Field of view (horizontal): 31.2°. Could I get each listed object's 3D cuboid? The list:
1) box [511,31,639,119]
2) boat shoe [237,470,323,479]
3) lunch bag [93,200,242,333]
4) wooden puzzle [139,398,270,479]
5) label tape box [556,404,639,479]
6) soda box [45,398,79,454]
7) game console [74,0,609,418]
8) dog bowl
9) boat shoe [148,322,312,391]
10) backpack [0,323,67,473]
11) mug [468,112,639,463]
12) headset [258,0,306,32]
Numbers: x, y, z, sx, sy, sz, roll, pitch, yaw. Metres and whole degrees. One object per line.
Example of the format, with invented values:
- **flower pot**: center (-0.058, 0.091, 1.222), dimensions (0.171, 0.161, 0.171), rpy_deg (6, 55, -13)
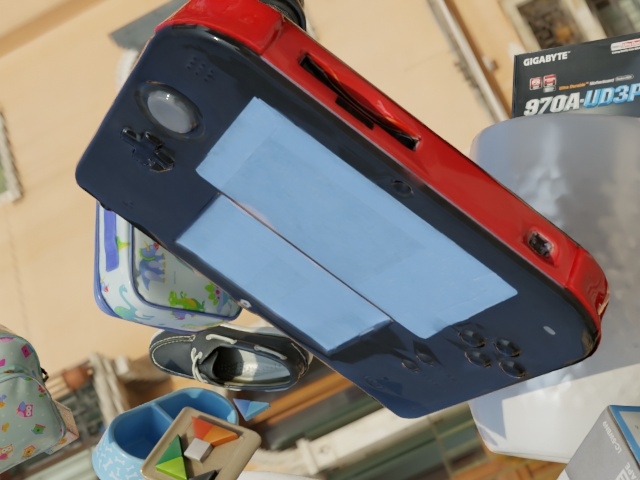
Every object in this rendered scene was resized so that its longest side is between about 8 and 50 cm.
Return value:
- **box**: center (0.362, -0.177, 1.530), dimensions (0.051, 0.220, 0.175), rpy_deg (14, -103, -48)
- **boat shoe**: center (-0.034, 0.390, 1.651), dimensions (0.095, 0.258, 0.084), rpy_deg (85, -169, -59)
- **lunch bag**: center (-0.177, -0.009, 1.319), dimensions (0.176, 0.090, 0.219), rpy_deg (13, -115, -43)
- **wooden puzzle**: center (-0.091, 0.161, 0.857), dimensions (0.116, 0.078, 0.014), rpy_deg (-61, -31, -35)
- **label tape box**: center (0.318, 0.309, 1.115), dimensions (0.106, 0.240, 0.334), rpy_deg (-111, 34, -46)
- **soda box**: center (-0.457, 0.276, 1.805), dimensions (0.058, 0.063, 0.183), rpy_deg (63, -175, 33)
- **game console**: center (0.000, 0.000, 0.903), dimensions (0.386, 0.342, 0.060), rpy_deg (37, -123, -9)
- **dog bowl**: center (-0.268, 0.354, 2.058), dimensions (0.166, 0.074, 0.297), rpy_deg (37, -145, 29)
- **boat shoe**: center (-0.167, 0.199, 1.953), dimensions (0.091, 0.302, 0.114), rpy_deg (-58, -42, -58)
- **backpack**: center (-0.431, 0.206, 1.489), dimensions (0.144, 0.166, 0.188), rpy_deg (13, 124, 61)
- **mug**: center (0.290, 0.077, 1.241), dimensions (0.374, 0.276, 0.328), rpy_deg (36, -121, -67)
- **headset**: center (-0.093, -0.395, 1.700), dimensions (0.185, 0.394, 0.243), rpy_deg (27, -120, -27)
